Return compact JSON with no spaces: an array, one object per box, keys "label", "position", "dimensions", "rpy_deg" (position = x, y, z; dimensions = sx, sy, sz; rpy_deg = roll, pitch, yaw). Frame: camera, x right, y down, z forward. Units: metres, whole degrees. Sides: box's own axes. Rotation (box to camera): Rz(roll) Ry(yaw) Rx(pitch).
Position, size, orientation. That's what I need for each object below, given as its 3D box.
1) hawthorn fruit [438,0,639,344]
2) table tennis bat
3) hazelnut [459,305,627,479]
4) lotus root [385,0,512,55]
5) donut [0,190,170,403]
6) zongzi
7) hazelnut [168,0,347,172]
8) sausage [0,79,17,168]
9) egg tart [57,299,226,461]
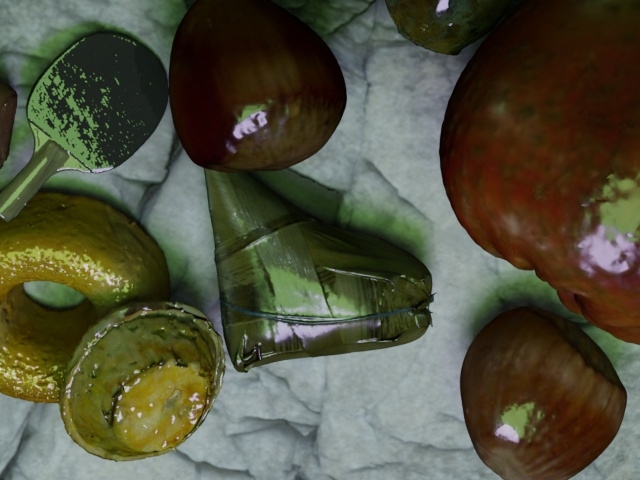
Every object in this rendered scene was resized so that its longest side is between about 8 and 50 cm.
[{"label":"hawthorn fruit","position":[0.340,-0.101,1.781],"dimensions":[0.403,0.403,0.402],"rpy_deg":[-1,117,-2]},{"label":"table tennis bat","position":[-0.273,-0.119,1.887],"dimensions":[0.138,0.022,0.246],"rpy_deg":[41,92,-20]},{"label":"hazelnut","position":[0.253,0.191,2.007],"dimensions":[0.214,0.176,0.214],"rpy_deg":[6,77,-30]},{"label":"lotus root","position":[0.144,-0.324,1.765],"dimensions":[0.160,0.152,0.274],"rpy_deg":[2,119,-14]},{"label":"donut","position":[-0.310,0.073,1.967],"dimensions":[0.278,0.108,0.277],"rpy_deg":[-1,116,-2]},{"label":"zongzi","position":[0.000,0.000,1.949],"dimensions":[0.251,0.125,0.274],"rpy_deg":[-8,103,-3]},{"label":"hazelnut","position":[-0.075,-0.174,1.819],"dimensions":[0.208,0.208,0.208],"rpy_deg":[-1,117,-2]},{"label":"sausage","position":[-0.446,-0.155,1.841],"dimensions":[0.253,0.123,0.123],"rpy_deg":[21,114,-13]},{"label":"egg tart","position":[-0.192,0.169,1.929],"dimensions":[0.213,0.090,0.212],"rpy_deg":[-16,126,-24]}]
